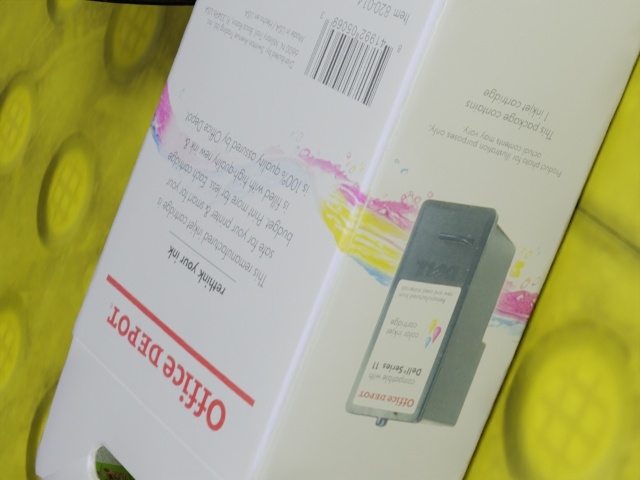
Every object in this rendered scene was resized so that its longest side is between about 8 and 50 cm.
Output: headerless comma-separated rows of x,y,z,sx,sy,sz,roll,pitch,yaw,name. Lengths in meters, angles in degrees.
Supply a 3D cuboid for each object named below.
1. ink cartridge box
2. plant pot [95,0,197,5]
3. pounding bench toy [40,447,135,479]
0.000,0.000,0.838,0.207,0.119,0.353,34,105,54,ink cartridge box
-0.065,-0.240,0.986,0.187,0.167,0.188,-47,42,36,plant pot
-0.145,0.148,1.052,0.065,0.052,0.083,-57,38,26,pounding bench toy
